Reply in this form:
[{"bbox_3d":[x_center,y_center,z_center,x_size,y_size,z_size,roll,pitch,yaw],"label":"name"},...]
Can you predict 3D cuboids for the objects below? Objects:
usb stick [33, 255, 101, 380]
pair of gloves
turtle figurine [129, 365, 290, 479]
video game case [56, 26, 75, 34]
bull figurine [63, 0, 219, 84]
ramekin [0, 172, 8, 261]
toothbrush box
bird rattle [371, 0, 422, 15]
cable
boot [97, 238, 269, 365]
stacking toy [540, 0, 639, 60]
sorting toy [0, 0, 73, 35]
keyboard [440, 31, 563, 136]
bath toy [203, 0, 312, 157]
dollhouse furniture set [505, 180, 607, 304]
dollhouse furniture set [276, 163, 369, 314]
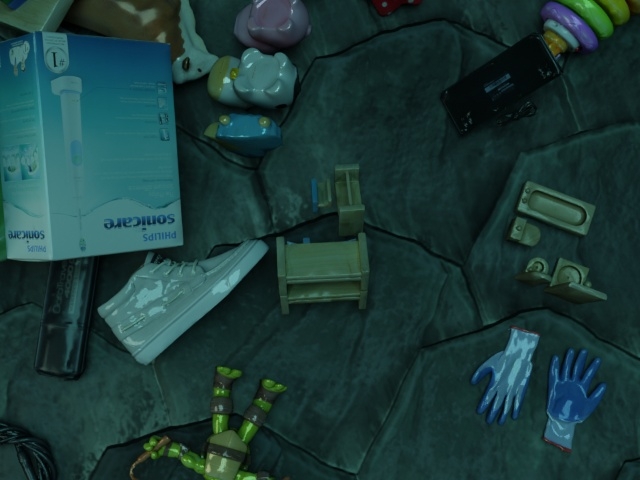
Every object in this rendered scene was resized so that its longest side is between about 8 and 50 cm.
[{"bbox_3d":[-0.373,0.069,1.309,0.077,0.045,0.278,6,84,6],"label":"usb stick"},{"bbox_3d":[0.331,0.222,1.329,0.198,0.023,0.159,21,83,0],"label":"pair of gloves"},{"bbox_3d":[-0.121,0.304,1.271,0.269,0.087,0.217,16,76,8],"label":"turtle figurine"},{"bbox_3d":[-0.386,-0.214,1.350,0.212,0.023,0.193,28,83,1],"label":"video game case"},{"bbox_3d":[-0.283,-0.366,1.334,0.310,0.101,0.188,22,80,-1],"label":"bull figurine"},{"bbox_3d":[-0.514,-0.119,1.198,0.148,0.303,0.303,0,83,18],"label":"ramekin"},{"bbox_3d":[-0.319,-0.127,1.216,0.216,0.126,0.295,-9,96,-46],"label":"toothbrush box"},{"bbox_3d":[0.144,-0.490,1.376,0.253,0.143,0.207,-37,74,7],"label":"bird rattle"},{"bbox_3d":[-0.485,0.337,1.274,0.184,0.047,0.150,24,83,1],"label":"cable"},{"bbox_3d":[-0.206,0.057,1.289,0.258,0.095,0.123,-42,93,-5],"label":"boot"},{"bbox_3d":[0.403,-0.354,1.345,0.166,0.175,0.302,42,95,5],"label":"stacking toy"},{"bbox_3d":[-0.447,-0.451,1.285,0.257,0.089,0.255,24,82,29],"label":"sorting toy"},{"bbox_3d":[0.281,-0.226,1.337,0.180,0.023,0.108,-32,79,26],"label":"keyboard"},{"bbox_3d":[-0.076,-0.305,1.323,0.151,0.129,0.348,13,83,18],"label":"bath toy"},{"bbox_3d":[0.360,-0.003,1.303,0.144,0.123,0.151,21,83,0],"label":"dollhouse furniture set"},{"bbox_3d":[0.000,0.000,1.307,0.129,0.129,0.183,-3,60,-2],"label":"dollhouse furniture set"}]
